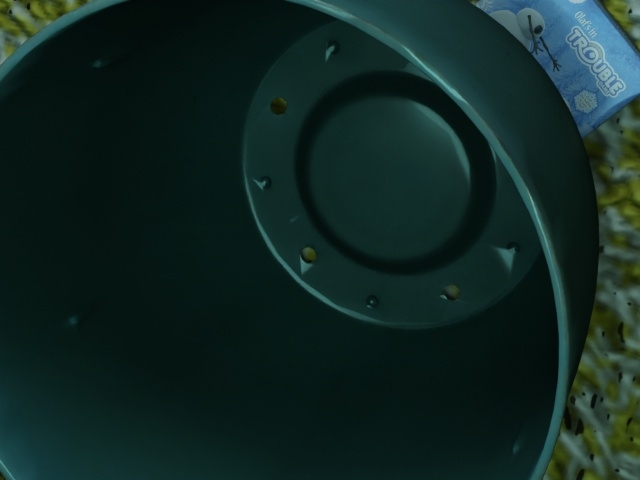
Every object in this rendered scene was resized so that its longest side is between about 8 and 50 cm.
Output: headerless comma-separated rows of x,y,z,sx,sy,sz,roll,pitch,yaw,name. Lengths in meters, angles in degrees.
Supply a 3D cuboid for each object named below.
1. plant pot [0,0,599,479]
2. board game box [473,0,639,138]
0.000,0.000,0.873,0.293,0.235,0.293,6,110,18,plant pot
0.113,-0.092,0.948,0.090,0.020,0.090,-39,92,18,board game box
